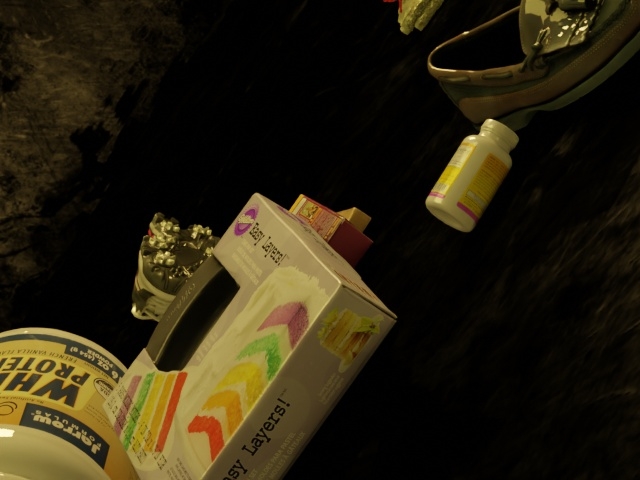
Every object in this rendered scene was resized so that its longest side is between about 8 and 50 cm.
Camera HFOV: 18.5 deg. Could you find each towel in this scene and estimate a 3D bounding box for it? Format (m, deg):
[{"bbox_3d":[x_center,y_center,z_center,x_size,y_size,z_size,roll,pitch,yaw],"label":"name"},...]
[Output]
[{"bbox_3d":[0.132,-0.294,2.158,0.148,0.027,0.110,-53,13,12],"label":"towel"}]

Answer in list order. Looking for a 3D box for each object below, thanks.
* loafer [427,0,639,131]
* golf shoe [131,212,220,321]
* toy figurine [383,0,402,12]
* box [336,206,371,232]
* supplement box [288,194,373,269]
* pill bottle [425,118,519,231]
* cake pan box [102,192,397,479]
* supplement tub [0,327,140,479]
[{"bbox_3d":[0.167,-0.151,1.503,0.096,0.084,0.267,-61,13,-26],"label":"loafer"},{"bbox_3d":[-0.169,0.051,2.287,0.273,0.105,0.120,-100,31,-82],"label":"golf shoe"},{"bbox_3d":[0.141,-0.376,2.103,0.217,0.191,0.362,-17,12,-1],"label":"toy figurine"},{"bbox_3d":[-0.035,0.061,1.868,0.201,0.021,0.164,-57,12,-13],"label":"box"},{"bbox_3d":[0.000,0.000,1.779,0.055,0.043,0.083,-54,34,-3],"label":"supplement box"},{"bbox_3d":[0.119,-0.051,1.518,0.083,0.043,0.043,-57,12,-10],"label":"pill bottle"},{"bbox_3d":[-0.067,0.104,1.654,0.245,0.070,0.267,-52,25,5],"label":"cake pan box"},{"bbox_3d":[-0.284,0.242,1.852,0.228,0.228,0.316,-51,13,19],"label":"supplement tub"}]
